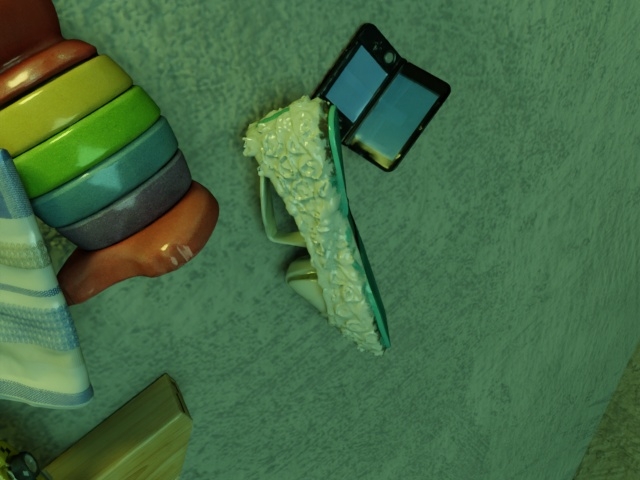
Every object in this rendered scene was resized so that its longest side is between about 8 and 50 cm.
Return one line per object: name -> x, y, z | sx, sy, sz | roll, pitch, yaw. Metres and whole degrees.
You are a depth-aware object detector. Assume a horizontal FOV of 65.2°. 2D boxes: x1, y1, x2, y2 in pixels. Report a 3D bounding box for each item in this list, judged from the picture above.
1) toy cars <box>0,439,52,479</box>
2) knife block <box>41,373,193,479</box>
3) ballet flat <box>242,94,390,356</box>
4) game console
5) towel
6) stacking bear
toy cars -> -0.444, 0.283, 0.544 | 0.394, 0.087, 0.176 | 17, 90, -21
knife block -> -0.318, 0.327, 0.670 | 0.242, 0.088, 0.275 | 4, 113, -35
ballet flat -> 0.000, 0.000, 0.696 | 0.147, 0.147, 0.408 | -28, 123, -18
game console -> 0.076, -0.186, 0.655 | 0.124, 0.085, 0.144 | 33, 93, -40
towel -> -0.336, 0.045, 0.464 | 0.210, 0.034, 0.284 | 5, 121, 9
stacking bear -> -0.235, -0.109, 0.453 | 0.176, 0.164, 0.288 | -18, 120, 21
